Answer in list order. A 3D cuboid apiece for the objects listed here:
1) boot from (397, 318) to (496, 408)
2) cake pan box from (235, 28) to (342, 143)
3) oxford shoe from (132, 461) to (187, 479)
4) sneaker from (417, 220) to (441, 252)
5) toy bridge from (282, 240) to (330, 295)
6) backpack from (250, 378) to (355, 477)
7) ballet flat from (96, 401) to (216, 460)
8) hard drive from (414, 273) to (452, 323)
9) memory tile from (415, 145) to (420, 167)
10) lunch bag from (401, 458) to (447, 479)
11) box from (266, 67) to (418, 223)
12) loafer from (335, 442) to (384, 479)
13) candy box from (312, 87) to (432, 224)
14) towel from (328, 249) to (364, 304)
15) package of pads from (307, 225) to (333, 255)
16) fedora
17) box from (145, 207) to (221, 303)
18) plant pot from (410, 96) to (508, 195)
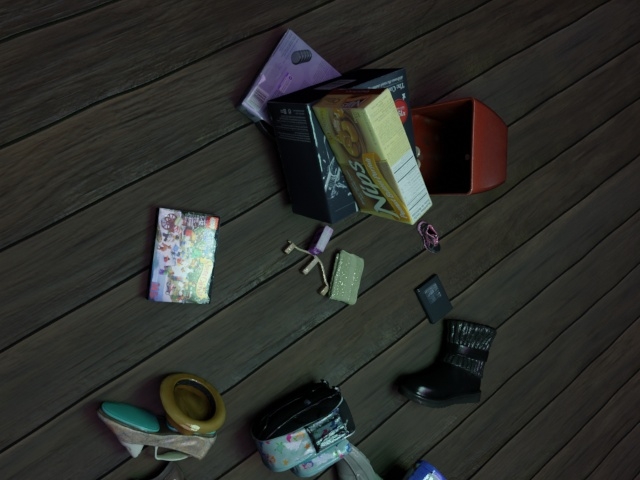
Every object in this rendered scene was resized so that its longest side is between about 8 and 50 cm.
[{"bbox_3d":[0.402,0.377,1.739,0.347,0.131,0.260,7,97,-37],"label":"boot"},{"bbox_3d":[-0.067,-0.391,1.503,0.245,0.070,0.267,33,79,-23],"label":"cake pan box"},{"bbox_3d":[-0.468,0.652,1.365,0.271,0.097,0.098,-26,84,-27],"label":"oxford shoe"},{"bbox_3d":[0.354,-0.007,1.738,0.047,0.057,0.119,-42,111,-20],"label":"sneaker"},{"bbox_3d":[-0.032,0.070,1.569,0.063,0.026,0.188,-46,111,-19],"label":"toy bridge"},{"bbox_3d":[-0.053,0.515,1.477,0.253,0.225,0.191,-20,96,-20],"label":"backpack"},{"bbox_3d":[-0.414,0.491,1.366,0.316,0.107,0.106,23,93,-25],"label":"ballet flat"},{"bbox_3d":[0.367,0.190,1.774,0.094,0.022,0.135,-34,107,-21],"label":"hard drive"},{"bbox_3d":[0.246,-0.208,1.650,0.012,0.113,0.148,-3,95,-61],"label":"memory tile"},{"bbox_3d":[0.274,0.855,1.595,0.328,0.239,0.385,-44,132,-20],"label":"lunch bag"},{"bbox_3d":[0.073,-0.261,1.456,0.343,0.179,0.313,-29,120,-31],"label":"box"},{"bbox_3d":[0.101,0.701,1.624,0.111,0.112,0.319,-45,111,-26],"label":"loafer"},{"bbox_3d":[0.123,-0.195,1.275,0.087,0.183,0.316,-44,125,-21],"label":"candy box"},{"bbox_3d":[0.077,0.110,1.611,0.110,0.027,0.148,20,80,-37],"label":"towel"},{"bbox_3d":[0.000,0.000,1.555,0.032,0.050,0.083,37,59,-19],"label":"package of pads"},{"bbox_3d":[-0.331,0.421,1.374,0.194,0.194,0.079,24,111,-25],"label":"fedora"},{"bbox_3d":[-0.349,0.041,1.401,0.159,0.044,0.233,7,90,-26],"label":"box"},{"bbox_3d":[0.421,-0.266,1.659,0.235,0.267,0.268,-2,94,-39],"label":"plant pot"}]
